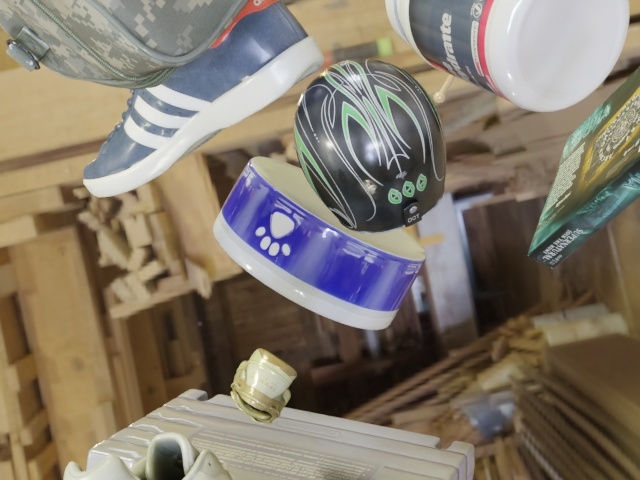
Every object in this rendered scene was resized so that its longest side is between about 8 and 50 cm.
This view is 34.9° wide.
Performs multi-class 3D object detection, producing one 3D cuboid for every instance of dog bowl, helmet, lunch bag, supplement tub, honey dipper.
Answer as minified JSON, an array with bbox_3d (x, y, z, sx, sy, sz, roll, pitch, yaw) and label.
[{"bbox_3d":[0.000,0.000,1.312,0.104,0.265,0.265,-61,9,13],"label":"dog bowl"},{"bbox_3d":[0.050,-0.106,1.061,0.169,0.169,0.161,-99,-12,-61],"label":"helmet"},{"bbox_3d":[-0.152,-0.290,0.892,0.212,0.305,0.256,41,162,-23],"label":"lunch bag"},{"bbox_3d":[0.217,-0.279,1.231,0.272,0.191,0.191,41,149,54],"label":"supplement tub"},{"bbox_3d":[0.215,-0.275,1.560,0.161,0.030,0.030,-60,-15,-15],"label":"honey dipper"}]

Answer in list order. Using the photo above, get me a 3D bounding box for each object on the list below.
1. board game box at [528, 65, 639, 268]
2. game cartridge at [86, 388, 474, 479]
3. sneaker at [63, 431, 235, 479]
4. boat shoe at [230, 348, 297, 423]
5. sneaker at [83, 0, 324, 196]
[{"bbox_3d":[0.221,-0.069,0.753,0.126,0.026,0.186,-65,4,-28],"label":"board game box"},{"bbox_3d":[-0.037,0.242,1.067,0.230,0.355,0.068,-31,-54,-64],"label":"game cartridge"},{"bbox_3d":[-0.072,0.192,0.712,0.262,0.099,0.121,14,-118,-56],"label":"sneaker"},{"bbox_3d":[-0.056,0.138,0.902,0.048,0.056,0.153,-57,0,-21],"label":"boat shoe"},{"bbox_3d":[-0.158,-0.169,1.094,0.148,0.350,0.131,56,-145,-9],"label":"sneaker"}]
